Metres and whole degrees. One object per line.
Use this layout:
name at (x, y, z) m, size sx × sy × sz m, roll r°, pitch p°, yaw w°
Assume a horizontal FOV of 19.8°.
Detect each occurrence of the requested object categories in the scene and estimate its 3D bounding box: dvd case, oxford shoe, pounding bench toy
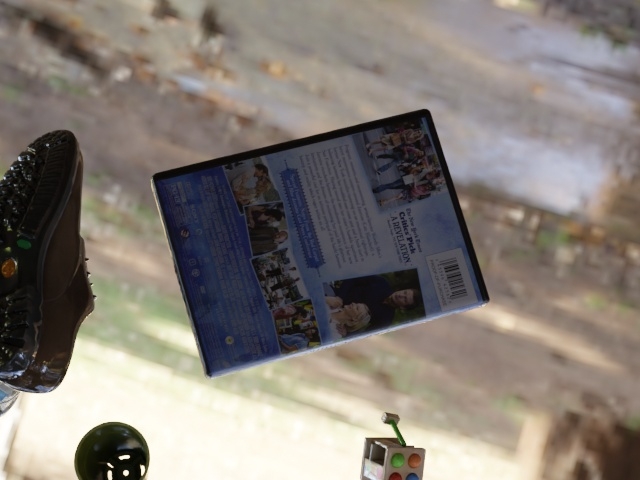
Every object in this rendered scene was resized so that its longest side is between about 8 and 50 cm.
dvd case at (0.000, 0.000, 1.550) m, size 0.253 × 0.180 × 0.022 m, roll -14°, pitch 168°, yaw -12°
oxford shoe at (-0.225, 0.019, 1.483) m, size 0.082 × 0.227 × 0.096 m, roll -7°, pitch 152°, yaw 32°
pounding bench toy at (0.087, 0.245, 2.119) m, size 0.052 × 0.083 × 0.065 m, roll 5°, pitch -176°, yaw -27°

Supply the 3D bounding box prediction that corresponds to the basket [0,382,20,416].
basket at (-0.389, 0.042, 1.743) m, size 0.289 × 0.201 × 0.255 m, roll 36°, pitch 162°, yaw -3°

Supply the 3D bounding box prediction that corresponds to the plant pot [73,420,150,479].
plant pot at (-0.220, 0.246, 1.993) m, size 0.083 × 0.083 × 0.079 m, roll 16°, pitch 164°, yaw 10°
